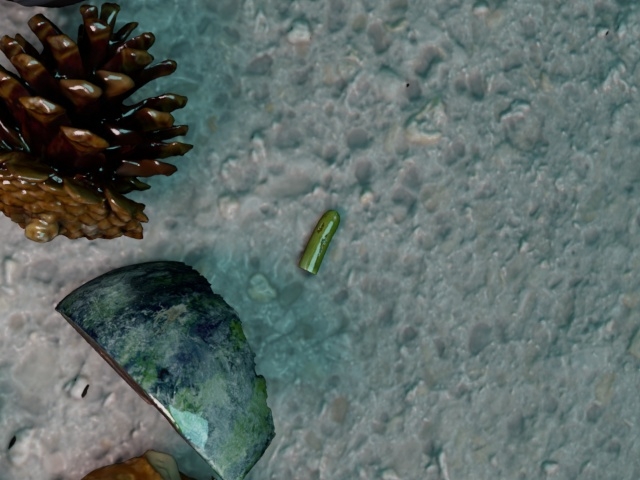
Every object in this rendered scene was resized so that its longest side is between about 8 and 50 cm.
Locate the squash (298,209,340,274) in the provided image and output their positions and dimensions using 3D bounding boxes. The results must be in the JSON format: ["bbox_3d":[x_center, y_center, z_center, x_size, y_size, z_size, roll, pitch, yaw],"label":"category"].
[{"bbox_3d":[0.000,0.000,1.333,0.027,0.027,0.083,26,85,-22],"label":"squash"}]

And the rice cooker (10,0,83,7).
[{"bbox_3d":[-0.298,-0.357,1.017,0.224,0.267,0.267,19,88,-49],"label":"rice cooker"}]

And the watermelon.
[{"bbox_3d":[-0.147,0.135,1.188,0.148,0.318,0.226,-39,149,-18],"label":"watermelon"}]

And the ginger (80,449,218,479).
[{"bbox_3d":[-0.104,0.361,1.252,0.418,0.176,0.254,44,76,-25],"label":"ginger"}]

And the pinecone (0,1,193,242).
[{"bbox_3d":[-0.246,-0.117,1.107,0.264,0.264,0.264,-2,96,-22],"label":"pinecone"}]
